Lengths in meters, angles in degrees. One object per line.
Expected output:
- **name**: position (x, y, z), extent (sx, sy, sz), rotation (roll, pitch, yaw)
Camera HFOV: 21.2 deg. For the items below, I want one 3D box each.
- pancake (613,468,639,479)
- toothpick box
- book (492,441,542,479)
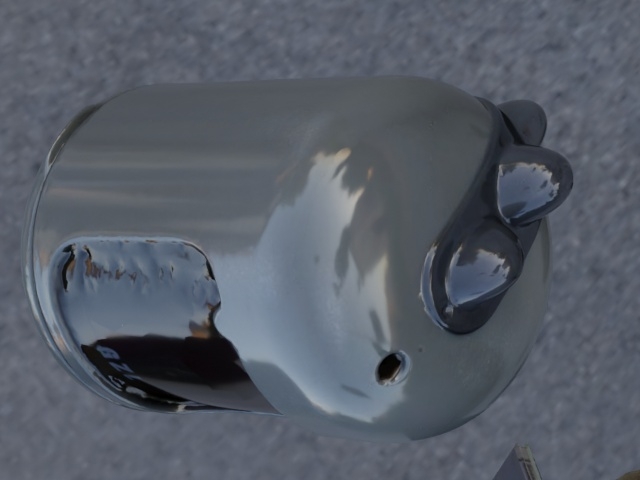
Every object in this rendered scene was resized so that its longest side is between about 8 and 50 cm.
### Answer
- **pancake**: position (0.207, 0.197, 0.908), extent (0.236, 0.222, 0.042), rotation (0, 146, 30)
- **toothpick box**: position (0.000, 0.000, 0.989), extent (0.316, 0.229, 0.229), rotation (1, 116, 48)
- **book**: position (0.120, 0.232, 1.051), extent (0.014, 0.181, 0.127), rotation (11, 127, -23)
